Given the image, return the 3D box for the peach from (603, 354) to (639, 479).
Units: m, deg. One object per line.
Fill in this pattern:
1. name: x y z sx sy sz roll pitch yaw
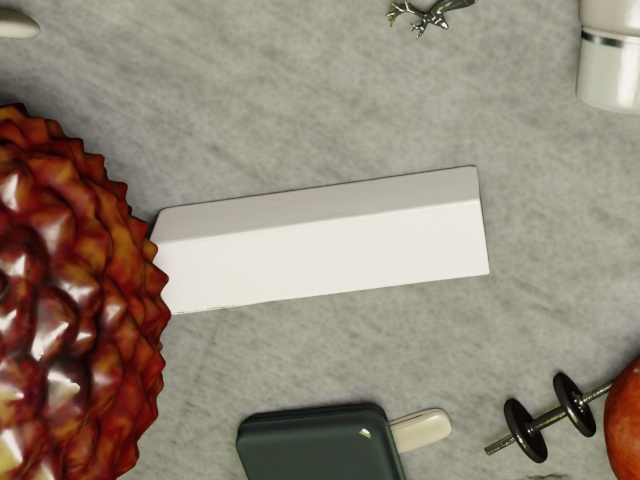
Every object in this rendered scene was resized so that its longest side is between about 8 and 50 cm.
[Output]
1. peach: 0.379 0.193 1.161 0.232 0.257 0.232 -5 114 -12

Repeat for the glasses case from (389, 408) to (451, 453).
1. glasses case: 0.091 0.193 1.316 0.083 0.021 0.032 -21 113 17

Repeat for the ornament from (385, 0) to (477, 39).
1. ornament: 0.106 -0.219 1.096 0.125 0.028 0.073 -29 113 16

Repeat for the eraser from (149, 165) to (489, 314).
1. eraser: 0.000 0.000 1.190 0.298 0.078 0.076 -8 117 9

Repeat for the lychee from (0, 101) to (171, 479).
1. lychee: -0.350 0.106 1.094 0.424 0.425 0.500 34 106 -13

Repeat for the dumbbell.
1. dumbbell: 0.222 0.172 1.269 0.147 0.069 0.069 -33 111 19

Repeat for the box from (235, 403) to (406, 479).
1. box: 0.018 0.272 1.337 0.160 0.050 0.230 -8 118 19

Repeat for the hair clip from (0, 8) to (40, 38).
1. hair clip: -0.385 -0.172 1.095 0.282 0.172 0.113 -22 106 2

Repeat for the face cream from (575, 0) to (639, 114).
1. face cream: 0.263 -0.258 1.036 0.143 0.089 0.315 6 110 2
